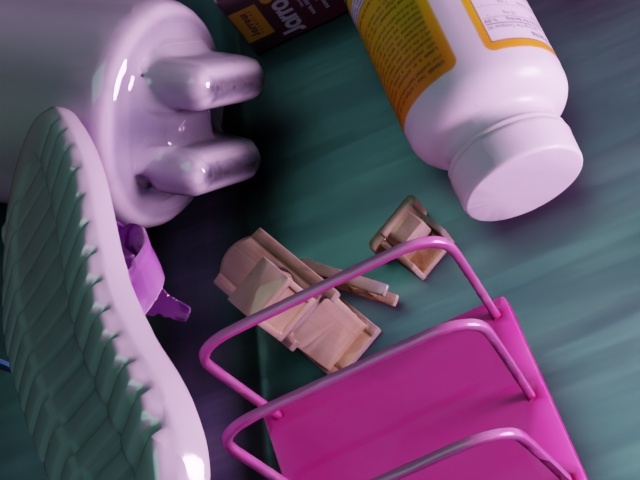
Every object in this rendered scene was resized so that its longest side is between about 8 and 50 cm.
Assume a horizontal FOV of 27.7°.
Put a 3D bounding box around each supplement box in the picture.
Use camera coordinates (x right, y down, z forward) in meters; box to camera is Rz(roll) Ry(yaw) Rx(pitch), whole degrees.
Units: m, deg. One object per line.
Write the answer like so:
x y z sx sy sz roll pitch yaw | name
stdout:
-0.005 -0.260 1.171 0.188 0.104 0.080 -24 63 11 | supplement box

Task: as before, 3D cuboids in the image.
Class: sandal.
-0.145 0.069 0.913 0.169 0.102 0.416 -58 38 31 | sandal

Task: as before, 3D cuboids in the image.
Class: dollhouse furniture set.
0.000 0.000 1.022 0.101 0.182 0.161 39 87 29 | dollhouse furniture set

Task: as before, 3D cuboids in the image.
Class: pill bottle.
0.118 -0.143 1.059 0.136 0.136 0.245 -26 63 10 | pill bottle

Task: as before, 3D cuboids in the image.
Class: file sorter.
0.063 0.173 0.828 0.202 0.182 0.290 -26 60 10 | file sorter

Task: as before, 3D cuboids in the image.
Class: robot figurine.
-0.227 -0.123 1.148 0.353 0.200 0.300 11 102 24 | robot figurine

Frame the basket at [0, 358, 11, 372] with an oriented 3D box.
-0.206 0.255 0.968 0.289 0.201 0.254 30 71 2 | basket
